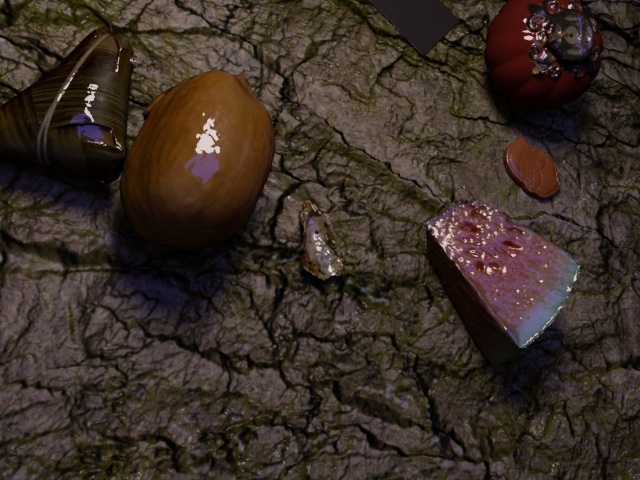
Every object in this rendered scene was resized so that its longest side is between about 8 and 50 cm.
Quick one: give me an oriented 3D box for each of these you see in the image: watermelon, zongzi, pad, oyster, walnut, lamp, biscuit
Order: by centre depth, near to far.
[{"bbox_3d":[-0.385,-0.214,1.068,0.241,0.111,0.248,8,63,-16],"label":"zongzi"},{"bbox_3d":[-0.160,-0.118,1.081,0.203,0.203,0.298,32,62,-11],"label":"walnut"},{"bbox_3d":[-0.001,0.001,1.207,0.086,0.029,0.132,21,60,-24],"label":"oyster"},{"bbox_3d":[0.284,0.049,1.278,0.257,0.140,0.193,45,64,7],"label":"watermelon"},{"bbox_3d":[0.415,-0.356,1.436,0.226,0.227,0.227,9,68,-22],"label":"lamp"},{"bbox_3d":[0.404,-0.136,1.452,0.130,0.019,0.102,39,61,-9],"label":"biscuit"},{"bbox_3d":[0.161,-0.465,1.470,0.211,0.003,0.143,46,59,-4],"label":"pad"}]
